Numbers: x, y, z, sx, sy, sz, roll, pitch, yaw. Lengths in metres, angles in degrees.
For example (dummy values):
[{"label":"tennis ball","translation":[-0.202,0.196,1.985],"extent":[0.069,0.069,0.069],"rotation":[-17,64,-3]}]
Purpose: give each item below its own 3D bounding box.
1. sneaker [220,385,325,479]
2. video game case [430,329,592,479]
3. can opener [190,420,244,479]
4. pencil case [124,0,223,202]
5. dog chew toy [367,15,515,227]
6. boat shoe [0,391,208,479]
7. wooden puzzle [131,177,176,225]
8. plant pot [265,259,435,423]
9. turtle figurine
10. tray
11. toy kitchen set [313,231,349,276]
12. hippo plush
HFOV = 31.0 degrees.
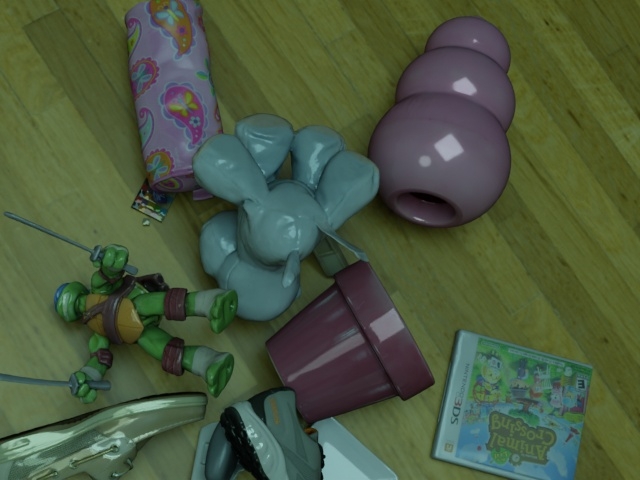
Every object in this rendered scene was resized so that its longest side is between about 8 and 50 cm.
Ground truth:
[{"label":"sneaker","translation":[-0.028,0.315,1.502],"extent":[0.108,0.100,0.271],"rotation":[-29,107,-25]},{"label":"video game case","translation":[0.281,0.249,1.681],"extent":[0.212,0.023,0.193],"rotation":[16,74,-7]},{"label":"can opener","translation":[-0.150,0.364,1.516],"extent":[0.074,0.093,0.280],"rotation":[2,66,15]},{"label":"pencil case","translation":[-0.205,-0.203,1.652],"extent":[0.124,0.124,0.284],"rotation":[-9,78,-13]},{"label":"dog chew toy","translation":[0.192,-0.187,1.688],"extent":[0.207,0.206,0.331],"rotation":[20,66,-6]},{"label":"boat shoe","translation":[-0.289,0.273,1.523],"extent":[0.302,0.109,0.098],"rotation":[-16,85,-9]},{"label":"wooden puzzle","translation":[-0.240,-0.059,1.664],"extent":[0.049,0.006,0.083],"rotation":[27,72,-4]},{"label":"plant pot","translation":[0.032,0.152,1.579],"extent":[0.180,0.201,0.201],"rotation":[-29,83,0]},{"label":"turtle figurine","translation":[-0.255,0.113,1.458],"extent":[0.266,0.274,0.197],"rotation":[10,75,17]},{"label":"tray","translation":[-0.028,0.383,1.583],"extent":[0.145,0.030,0.270],"rotation":[42,72,2]},{"label":"toy kitchen set","translation":[0.000,0.000,1.689],"extent":[0.068,0.075,0.083],"rotation":[-14,37,22]},{"label":"hippo plush","translation":[-0.046,-0.005,1.569],"extent":[0.234,0.236,0.294],"rotation":[-18,56,-30]}]
